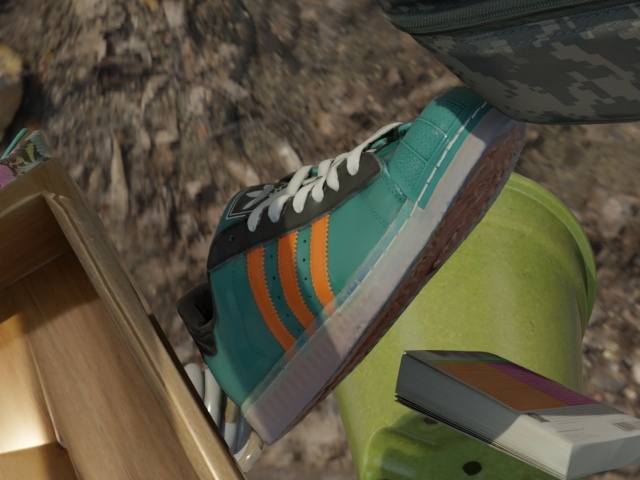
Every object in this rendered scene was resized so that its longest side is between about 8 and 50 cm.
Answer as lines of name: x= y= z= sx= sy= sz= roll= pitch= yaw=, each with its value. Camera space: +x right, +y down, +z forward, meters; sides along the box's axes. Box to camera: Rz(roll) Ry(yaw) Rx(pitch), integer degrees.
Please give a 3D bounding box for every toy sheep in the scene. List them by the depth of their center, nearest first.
toy sheep: x=-0.096 y=0.133 z=1.231 sx=0.132 sy=0.091 sz=0.091 roll=10 pitch=102 yaw=-7

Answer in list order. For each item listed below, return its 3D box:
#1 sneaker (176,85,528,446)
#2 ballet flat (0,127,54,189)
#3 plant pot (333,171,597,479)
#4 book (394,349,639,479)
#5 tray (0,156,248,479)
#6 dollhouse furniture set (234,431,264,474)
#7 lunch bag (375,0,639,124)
sneaker: x=0.000 y=0.000 z=0.929 sx=0.121 sy=0.108 sz=0.302 roll=45 pitch=134 yaw=8
ballet flat: x=-0.254 y=-0.038 z=1.363 sx=0.079 sy=0.221 sz=0.077 roll=29 pitch=105 yaw=-1
plant pot: x=0.116 y=0.117 z=1.369 sx=0.276 sy=0.254 sz=0.276 roll=-1 pitch=125 yaw=-2
book: x=0.131 y=0.106 z=1.027 sx=0.096 sy=0.144 sz=0.035 roll=-2 pitch=108 yaw=-43
tray: x=-0.097 y=0.185 z=0.663 sx=0.202 sy=0.076 sz=0.411 roll=-31 pitch=67 yaw=-3
dollhouse furniture set: x=-0.276 y=0.193 z=1.514 sx=0.355 sy=0.174 sz=0.303 roll=37 pitch=85 yaw=-16
lunch bag: x=0.114 y=-0.229 z=0.708 sx=0.256 sy=0.212 sz=0.305 roll=36 pitch=70 yaw=-31
